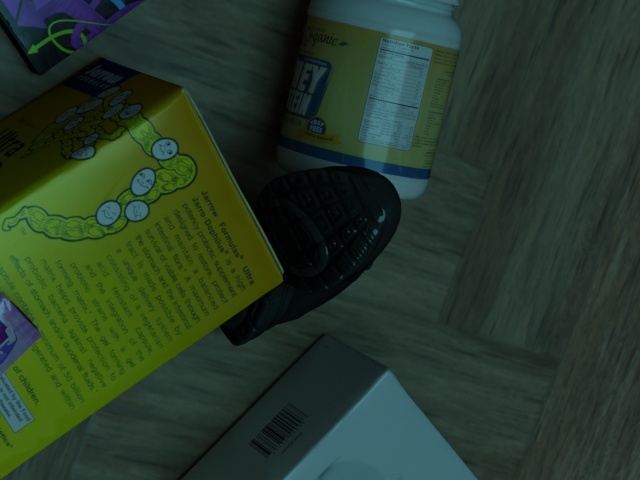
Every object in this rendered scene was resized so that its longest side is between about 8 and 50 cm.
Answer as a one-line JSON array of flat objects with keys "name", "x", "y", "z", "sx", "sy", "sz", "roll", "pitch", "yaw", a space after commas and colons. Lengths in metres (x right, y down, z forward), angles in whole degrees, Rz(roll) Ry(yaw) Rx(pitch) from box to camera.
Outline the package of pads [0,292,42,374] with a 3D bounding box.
[{"name": "package of pads", "x": -0.256, "y": 0.080, "z": 1.208, "sx": 0.083, "sy": 0.032, "sz": 0.050, "roll": -45, "pitch": 120, "yaw": -11}]

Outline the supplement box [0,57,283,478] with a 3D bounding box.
[{"name": "supplement box", "x": -0.247, "y": 0.030, "z": 1.333, "sx": 0.356, "sy": 0.194, "sz": 0.195, "roll": -35, "pitch": 117, "yaw": -17}]

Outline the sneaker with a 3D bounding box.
[{"name": "sneaker", "x": 0.000, "y": 0.000, "z": 1.437, "sx": 0.130, "sy": 0.286, "sz": 0.109, "roll": -18, "pitch": 81, "yaw": -33}]

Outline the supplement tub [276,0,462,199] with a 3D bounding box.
[{"name": "supplement tub", "x": 0.047, "y": -0.148, "z": 1.474, "sx": 0.144, "sy": 0.144, "sz": 0.199, "roll": 9, "pitch": 98, "yaw": -30}]

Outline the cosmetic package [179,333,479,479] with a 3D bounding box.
[{"name": "cosmetic package", "x": 0.019, "y": 0.255, "z": 1.567, "sx": 0.224, "sy": 0.138, "sz": 0.224, "roll": -44, "pitch": 118, "yaw": -12}]

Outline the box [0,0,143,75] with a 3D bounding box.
[{"name": "box", "x": -0.209, "y": -0.234, "z": 1.380, "sx": 0.162, "sy": 0.029, "sz": 0.116, "roll": -40, "pitch": 118, "yaw": -15}]
